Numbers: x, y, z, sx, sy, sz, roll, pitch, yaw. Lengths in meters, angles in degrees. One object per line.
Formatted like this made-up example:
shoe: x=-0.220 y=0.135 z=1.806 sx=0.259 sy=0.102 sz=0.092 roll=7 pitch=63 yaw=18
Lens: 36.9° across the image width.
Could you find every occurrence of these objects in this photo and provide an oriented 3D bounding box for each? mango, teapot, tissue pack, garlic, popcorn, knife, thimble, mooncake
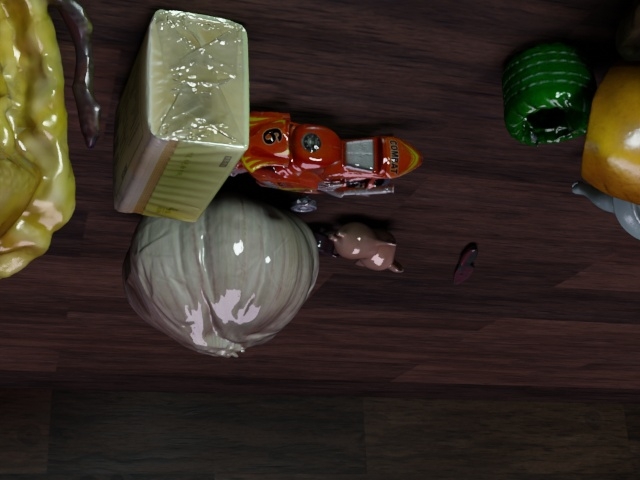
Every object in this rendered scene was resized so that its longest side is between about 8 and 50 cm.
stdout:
mango: x=0.402 y=-0.124 z=1.102 sx=0.199 sy=0.201 sz=0.350 roll=-16 pitch=178 yaw=37
teapot: x=0.000 y=0.000 z=1.683 sx=0.100 sy=0.045 sz=0.068 roll=20 pitch=180 yaw=-23
teapot: x=0.487 y=-0.090 z=1.378 sx=0.232 sy=0.159 sz=0.159 roll=-15 pitch=159 yaw=5
tissue pack: x=-0.168 y=-0.137 z=1.127 sx=0.125 sy=0.159 sz=0.234 roll=6 pitch=158 yaw=-20
garlic: x=-0.153 y=0.053 z=1.511 sx=0.317 sy=0.259 sz=0.317 roll=2 pitch=162 yaw=1
popcorn: x=-0.383 y=-0.126 z=0.995 sx=0.382 sy=0.349 sz=0.349 roll=-37 pitch=148 yaw=16
knife: x=0.288 y=0.051 z=1.900 sx=0.035 sy=0.018 sz=0.247 roll=-5 pitch=163 yaw=0
thimble: x=0.279 y=-0.175 z=1.168 sx=0.118 sy=0.090 sz=0.130 roll=0 pitch=160 yaw=-10
mooncake: x=0.389 y=-0.239 z=1.026 sx=0.125 sy=0.073 sz=0.130 roll=5 pitch=161 yaw=-11

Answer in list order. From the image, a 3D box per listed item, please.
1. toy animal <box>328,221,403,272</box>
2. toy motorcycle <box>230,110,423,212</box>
toy animal: x=0.076 y=0.010 z=1.669 sx=0.150 sy=0.083 sz=0.089 roll=28 pitch=103 yaw=-38
toy motorcycle: x=-0.023 y=-0.109 z=1.319 sx=0.298 sy=0.089 sz=0.171 roll=6 pitch=158 yaw=-21
